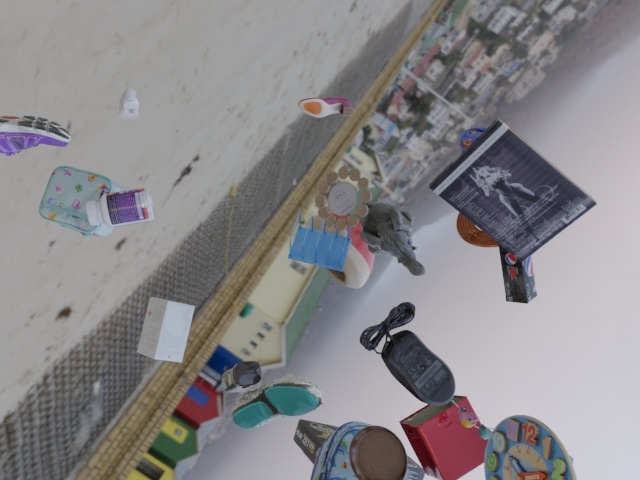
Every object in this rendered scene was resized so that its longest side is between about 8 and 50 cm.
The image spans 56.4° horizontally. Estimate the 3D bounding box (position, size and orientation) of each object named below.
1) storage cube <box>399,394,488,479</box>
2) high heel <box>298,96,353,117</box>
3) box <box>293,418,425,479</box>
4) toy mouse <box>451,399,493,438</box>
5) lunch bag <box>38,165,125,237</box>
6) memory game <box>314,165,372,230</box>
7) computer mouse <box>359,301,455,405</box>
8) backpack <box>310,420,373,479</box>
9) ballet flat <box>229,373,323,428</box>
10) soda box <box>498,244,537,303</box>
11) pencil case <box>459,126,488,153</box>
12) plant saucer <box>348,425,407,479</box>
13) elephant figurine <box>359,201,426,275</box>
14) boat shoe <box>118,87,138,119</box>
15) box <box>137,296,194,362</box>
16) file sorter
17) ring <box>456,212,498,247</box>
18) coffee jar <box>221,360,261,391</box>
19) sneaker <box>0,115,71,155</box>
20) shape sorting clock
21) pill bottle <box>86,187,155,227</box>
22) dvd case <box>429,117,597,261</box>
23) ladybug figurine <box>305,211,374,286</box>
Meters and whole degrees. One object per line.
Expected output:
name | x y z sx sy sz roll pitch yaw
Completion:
storage cube | 0.391 0.608 1.845 0.215 0.193 0.183 -25 173 -14
high heel | 0.014 -0.570 2.477 0.117 0.244 0.082 -117 -150 -50
box | 0.132 0.778 2.166 0.318 0.395 0.097 15 -93 71
toy mouse | 0.418 0.498 1.617 0.031 0.161 0.143 -47 -162 -12
lunch bag | -0.848 -0.135 2.122 0.108 0.279 0.224 47 61 -71
memory game | 0.064 -0.119 1.684 0.186 0.186 0.012 -53 150 16
computer mouse | 0.239 0.311 1.554 0.189 0.272 0.072 -34 168 -25
backpack | 0.103 0.747 1.844 0.355 0.290 0.273 -74 -179 -45
ballet flat | -0.138 0.493 1.914 0.409 0.147 0.147 -28 -160 38
soda box | 0.476 0.064 1.439 0.060 0.168 0.053 2 -160 46
pencil case | 0.547 -0.273 2.058 0.306 0.120 0.133 58 49 -62
plant saucer | 0.156 0.575 1.581 0.168 0.168 0.029 -54 154 12
elephant figurine | 0.197 -0.018 1.651 0.239 0.186 0.169 -87 -175 -77
boat shoe | -0.635 -0.447 1.964 0.184 0.066 0.063 151 -67 -71
box | -0.459 0.263 1.768 0.130 0.091 0.170 2 -103 51
file sorter | 0.000 0.000 1.783 0.104 0.170 0.118 93 12 -57
ring | 0.601 -0.105 1.946 0.337 0.032 0.336 -23 -148 16
coffee jar | -0.259 0.449 1.966 0.184 0.096 0.079 138 -53 -59
sneaker | -0.539 -0.184 1.068 0.068 0.170 0.071 -119 -144 -55
shape sorting clock | 0.342 0.397 0.992 0.206 0.040 0.206 -36 -131 57
pill bottle | -0.628 -0.101 1.879 0.194 0.108 0.108 -10 174 -12
dvd case | 0.320 -0.079 1.006 0.164 0.221 0.018 -47 -168 33
ladybug figurine | 0.084 0.021 2.165 0.162 0.305 0.449 -40 172 -10
